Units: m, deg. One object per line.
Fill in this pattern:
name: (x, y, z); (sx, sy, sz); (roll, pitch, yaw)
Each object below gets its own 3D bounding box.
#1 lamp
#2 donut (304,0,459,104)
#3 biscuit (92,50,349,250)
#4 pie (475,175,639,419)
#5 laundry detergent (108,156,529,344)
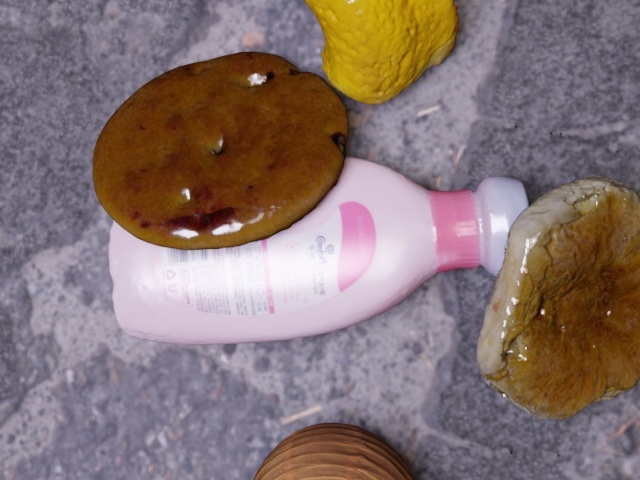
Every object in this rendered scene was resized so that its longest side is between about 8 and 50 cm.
lamp: (0.011, 0.211, 0.685); (0.137, 0.136, 0.136); (0, 88, 7)
donut: (-0.010, -0.227, 0.677); (0.259, 0.152, 0.101); (36, 67, 8)
biscuit: (-0.082, -0.079, 0.700); (0.212, 0.036, 0.212); (-4, 52, 5)
pie: (0.207, 0.048, 0.673); (0.195, 0.046, 0.195); (-8, 109, -23)
laundry detergent: (0.000, 0.000, 0.713); (0.336, 0.088, 0.158); (-6, 77, 5)
